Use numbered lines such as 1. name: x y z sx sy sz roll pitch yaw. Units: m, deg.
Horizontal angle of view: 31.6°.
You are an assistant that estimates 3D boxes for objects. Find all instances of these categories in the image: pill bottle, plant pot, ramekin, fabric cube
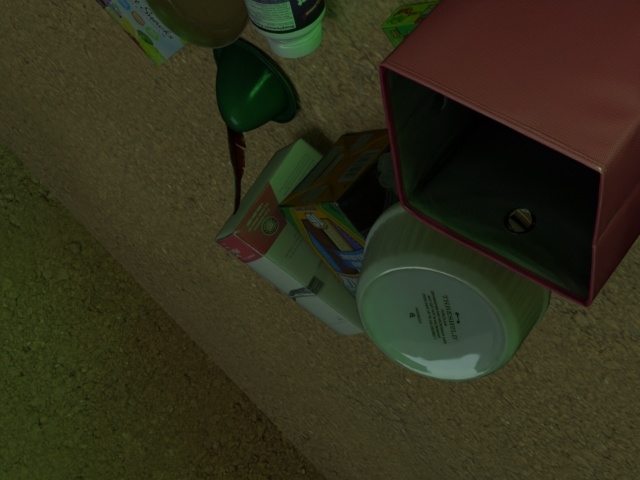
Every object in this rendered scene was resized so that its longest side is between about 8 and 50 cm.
1. pill bottle: -0.051 -0.338 1.513 0.108 0.108 0.193 29 156 27
2. plant pot: -0.185 -0.395 1.656 0.236 0.032 0.236 24 135 26
3. ramekin: 0.172 0.077 1.570 0.273 0.127 0.272 15 134 16
4. fabric cube: 0.246 -0.138 1.196 0.254 0.258 0.259 29 156 25

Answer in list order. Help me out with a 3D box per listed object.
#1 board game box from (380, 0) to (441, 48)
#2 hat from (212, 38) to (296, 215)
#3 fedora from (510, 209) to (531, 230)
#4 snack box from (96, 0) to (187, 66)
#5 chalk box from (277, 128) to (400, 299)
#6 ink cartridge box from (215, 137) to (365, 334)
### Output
1. board game box: 0.164 -0.222 1.464 0.092 0.043 0.181 7 141 54
2. hat: -0.155 -0.200 1.843 0.208 0.183 0.173 39 157 11
3. fedora: 0.271 -0.034 1.600 0.194 0.079 0.194 34 157 16
4. snack box: -0.274 -0.389 1.843 0.174 0.070 0.207 46 156 -13
5. chalk box: 0.113 -0.010 1.779 0.289 0.180 0.179 51 156 -22
6. ink cartridge box: 0.000 0.000 1.907 0.283 0.207 0.117 38 160 -14
